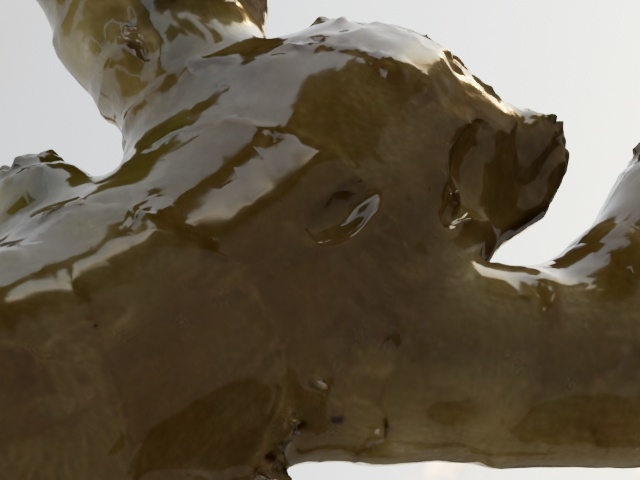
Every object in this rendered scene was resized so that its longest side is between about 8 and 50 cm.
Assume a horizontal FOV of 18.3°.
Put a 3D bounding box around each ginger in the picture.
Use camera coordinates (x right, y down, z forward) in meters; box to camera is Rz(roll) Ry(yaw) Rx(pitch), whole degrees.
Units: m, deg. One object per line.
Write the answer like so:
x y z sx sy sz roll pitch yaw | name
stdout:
0.009 0.015 0.635 0.348 0.363 0.122 -60 -3 -37 | ginger
